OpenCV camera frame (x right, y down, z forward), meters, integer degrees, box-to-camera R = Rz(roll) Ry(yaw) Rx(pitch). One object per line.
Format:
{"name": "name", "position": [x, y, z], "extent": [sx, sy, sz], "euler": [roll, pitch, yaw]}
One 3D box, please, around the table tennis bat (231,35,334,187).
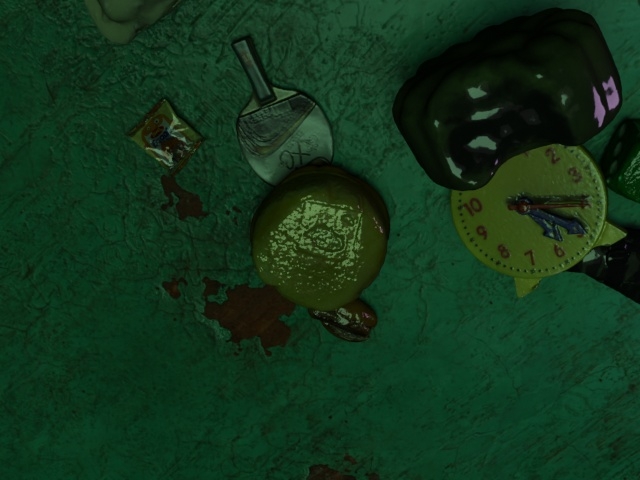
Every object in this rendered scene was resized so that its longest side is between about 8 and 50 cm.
{"name": "table tennis bat", "position": [-0.082, -0.230, 1.564], "extent": [0.173, 0.022, 0.301], "euler": [-19, 114, 11]}

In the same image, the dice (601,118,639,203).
{"name": "dice", "position": [0.579, -0.134, 1.506], "extent": [0.131, 0.128, 0.120], "euler": [20, 116, -7]}

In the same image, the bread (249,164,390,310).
{"name": "bread", "position": [0.000, 0.000, 1.595], "extent": [0.270, 0.148, 0.270], "euler": [0, 115, -1]}

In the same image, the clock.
{"name": "clock", "position": [0.370, -0.062, 1.528], "extent": [0.277, 0.071, 0.293], "euler": [-42, 84, 26]}

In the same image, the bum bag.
{"name": "bum bag", "position": [0.510, 0.018, 1.601], "extent": [0.340, 0.095, 0.144], "euler": [18, 98, -6]}

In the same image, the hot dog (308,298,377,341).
{"name": "hot dog", "position": [0.045, 0.152, 1.709], "extent": [0.140, 0.060, 0.090], "euler": [35, 108, -8]}

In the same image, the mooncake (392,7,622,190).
{"name": "mooncake", "position": [0.293, -0.235, 1.368], "extent": [0.351, 0.351, 0.187], "euler": [-26, 107, 15]}

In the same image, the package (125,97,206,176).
{"name": "package", "position": [-0.284, -0.190, 1.587], "extent": [0.108, 0.031, 0.121], "euler": [-41, 106, 19]}

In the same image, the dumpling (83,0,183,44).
{"name": "dumpling", "position": [-0.299, -0.481, 1.366], "extent": [0.243, 0.187, 0.318], "euler": [41, 103, -12]}
